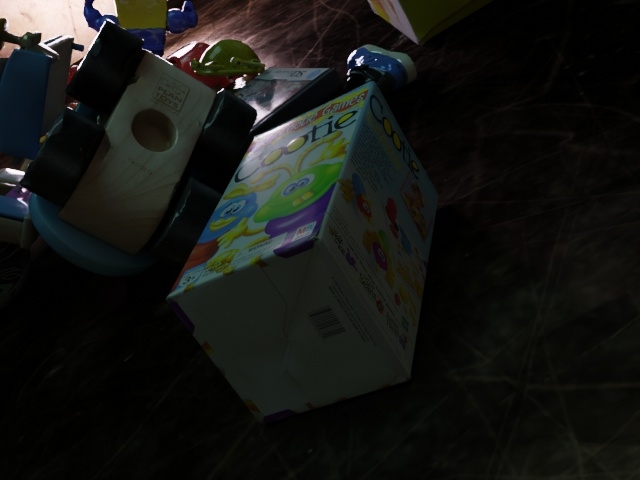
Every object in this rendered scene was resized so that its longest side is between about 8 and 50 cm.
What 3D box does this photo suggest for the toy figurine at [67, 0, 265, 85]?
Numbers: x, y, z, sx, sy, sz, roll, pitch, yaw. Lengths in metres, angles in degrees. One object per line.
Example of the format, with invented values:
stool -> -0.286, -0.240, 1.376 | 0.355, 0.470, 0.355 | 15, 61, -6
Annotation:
toy figurine -> -0.279, -0.386, 1.572 | 0.362, 0.217, 0.191 | -5, 3, -9

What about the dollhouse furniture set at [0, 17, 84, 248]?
dollhouse furniture set -> -0.454, -0.187, 1.286 | 0.198, 0.304, 0.286 | 14, 21, -5

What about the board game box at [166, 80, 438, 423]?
board game box -> 0.000, 0.000, 0.797 | 0.142, 0.144, 0.275 | -21, 26, 25

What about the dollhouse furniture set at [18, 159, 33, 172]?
dollhouse furniture set -> -0.488, -0.094, 1.482 | 0.123, 0.144, 0.151 | -53, -20, 20

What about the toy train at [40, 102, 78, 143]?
toy train -> -0.444, -0.189, 1.455 | 0.166, 0.046, 0.125 | -3, -39, -48

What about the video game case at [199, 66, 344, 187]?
video game case -> -0.126, -0.186, 1.441 | 0.275, 0.035, 0.248 | -39, 25, -15

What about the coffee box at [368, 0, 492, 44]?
coffee box -> 0.182, -0.554, 1.394 | 0.338, 0.338, 0.334 | -30, 24, 5

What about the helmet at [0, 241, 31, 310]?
helmet -> -0.511, 0.035, 1.336 | 0.161, 0.170, 0.169 | 10, 20, -13

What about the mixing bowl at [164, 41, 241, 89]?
mixing bowl -> -0.253, -0.325, 1.786 | 0.181, 0.098, 0.181 | -26, 25, 13

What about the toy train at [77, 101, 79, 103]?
toy train -> -0.432, -0.182, 1.704 | 0.190, 0.142, 0.334 | -32, 22, 32

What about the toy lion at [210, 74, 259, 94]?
toy lion -> -0.151, -0.272, 1.649 | 0.096, 0.034, 0.100 | -24, 24, 1

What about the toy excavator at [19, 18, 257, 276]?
toy excavator -> -0.279, -0.118, 1.277 | 0.445, 0.222, 0.433 | -35, 32, 52

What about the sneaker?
sneaker -> 0.058, -0.227, 1.265 | 0.084, 0.058, 0.152 | -32, 29, -19
